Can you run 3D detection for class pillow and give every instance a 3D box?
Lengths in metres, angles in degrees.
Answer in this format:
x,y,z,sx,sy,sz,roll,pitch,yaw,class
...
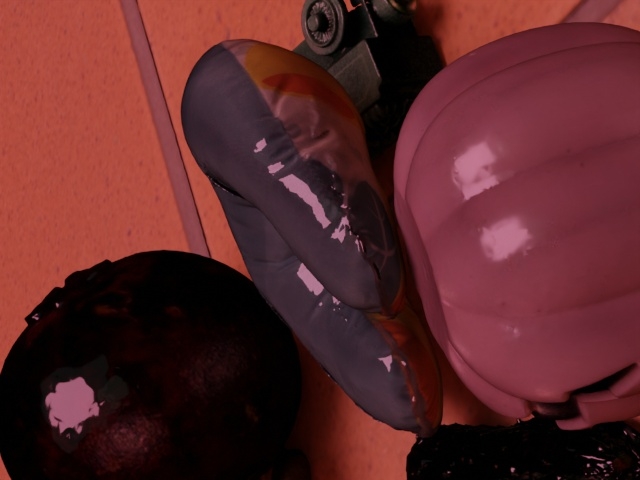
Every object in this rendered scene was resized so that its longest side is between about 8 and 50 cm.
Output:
x,y,z,sx,sy,sz,roll,pitch,yaw,class
0.000,0.000,0.842,0.214,0.086,0.233,59,172,39,pillow

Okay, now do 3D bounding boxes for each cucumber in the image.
x,y,z,sx,sy,sz,roll,pitch,yaw,class
0.104,0.117,0.815,0.181,0.053,0.053,-13,78,53,cucumber

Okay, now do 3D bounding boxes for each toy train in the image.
x,y,z,sx,sy,sz,roll,pitch,yaw,class
0.006,-0.088,0.954,0.172,0.070,0.099,-36,70,49,toy train

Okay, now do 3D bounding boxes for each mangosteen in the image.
x,y,z,sx,sy,sz,roll,pitch,yaw,class
-0.101,0.106,0.996,0.210,0.210,0.210,-6,83,55,mangosteen

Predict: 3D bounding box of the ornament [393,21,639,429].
x,y,z,sx,sy,sz,roll,pitch,yaw,class
0.120,-0.009,0.704,0.177,0.177,0.178,-6,83,55,ornament
